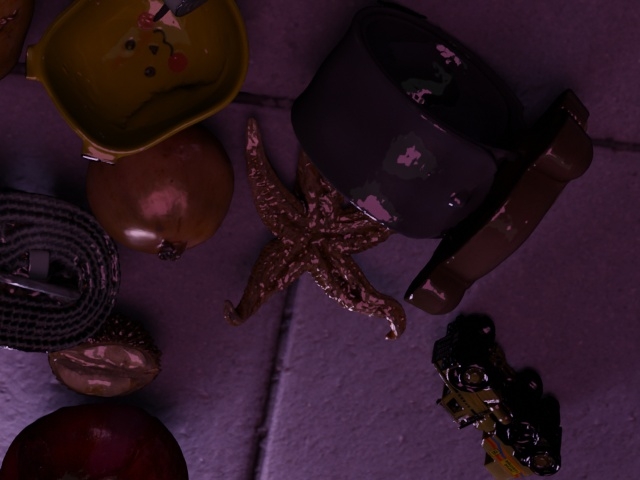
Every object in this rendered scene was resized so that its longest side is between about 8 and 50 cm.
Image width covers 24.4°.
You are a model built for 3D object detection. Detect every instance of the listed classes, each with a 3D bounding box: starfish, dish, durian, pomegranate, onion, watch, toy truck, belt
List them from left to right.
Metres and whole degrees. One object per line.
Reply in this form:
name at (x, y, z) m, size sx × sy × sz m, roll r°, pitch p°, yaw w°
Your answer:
belt at (-0.401, 0.031, 1.902) m, size 0.295 × 0.160 × 0.207 m, roll 23°, pitch 86°, yaw -40°
onion at (-0.322, 0.357, 2.105) m, size 0.276 × 0.276 × 0.276 m, roll -1°, pitch 120°, yaw -2°
durian at (-0.312, 0.146, 2.073) m, size 0.188 × 0.091 × 0.148 m, roll 12°, pitch 139°, yaw -20°
dish at (-0.220, -0.223, 1.828) m, size 0.262 × 0.108 × 0.221 m, roll -37°, pitch 93°, yaw -4°
pomegranate at (-0.204, -0.071, 1.901) m, size 0.191 × 0.191 × 0.191 m, roll -1°, pitch 120°, yaw -2°
starfish at (-0.004, -0.001, 2.003) m, size 0.375 × 0.094 × 0.327 m, roll 43°, pitch 92°, yaw -20°
watch at (0.139, -0.135, 1.846) m, size 0.327 × 0.335 × 0.314 m, roll 39°, pitch 118°, yaw -1°
toy truck at (0.248, 0.232, 2.141) m, size 0.127 × 0.127 × 0.257 m, roll -23°, pitch 119°, yaw 26°

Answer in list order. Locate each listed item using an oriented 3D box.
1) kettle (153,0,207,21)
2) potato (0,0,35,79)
kettle at (-0.204, -0.387, 1.706) m, size 0.240 × 0.165 × 0.255 m, roll -39°, pitch 95°, yaw 23°
potato at (-0.429, -0.320, 1.771) m, size 0.173 × 0.140 × 0.300 m, roll 0°, pitch 115°, yaw -8°
